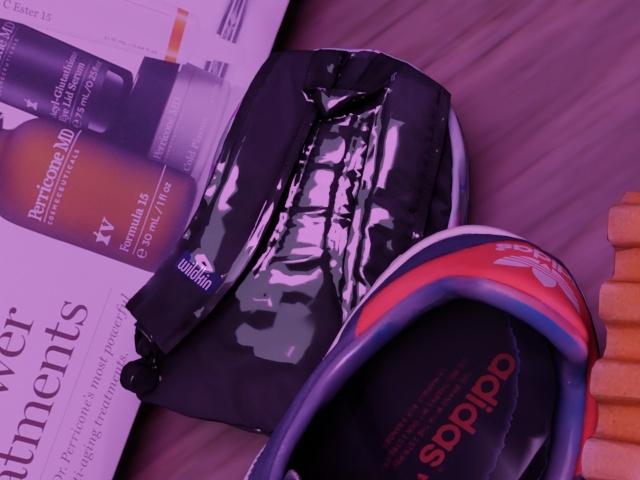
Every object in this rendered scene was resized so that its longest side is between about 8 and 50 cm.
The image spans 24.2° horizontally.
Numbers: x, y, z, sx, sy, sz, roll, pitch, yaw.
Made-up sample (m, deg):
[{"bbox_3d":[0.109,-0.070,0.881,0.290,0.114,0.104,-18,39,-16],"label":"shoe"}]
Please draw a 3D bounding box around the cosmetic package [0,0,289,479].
[{"bbox_3d":[-0.192,-0.037,0.681,0.097,0.284,0.377,16,86,59],"label":"cosmetic package"}]

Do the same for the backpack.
[{"bbox_3d":[0.000,0.000,0.692,0.151,0.115,0.182,14,91,1],"label":"backpack"}]

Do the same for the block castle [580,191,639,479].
[{"bbox_3d":[0.249,0.050,0.486,0.303,0.212,0.453,-2,78,45],"label":"block castle"}]

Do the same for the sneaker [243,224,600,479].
[{"bbox_3d":[-0.002,0.152,0.558,0.131,0.148,0.350,24,89,1],"label":"sneaker"}]
